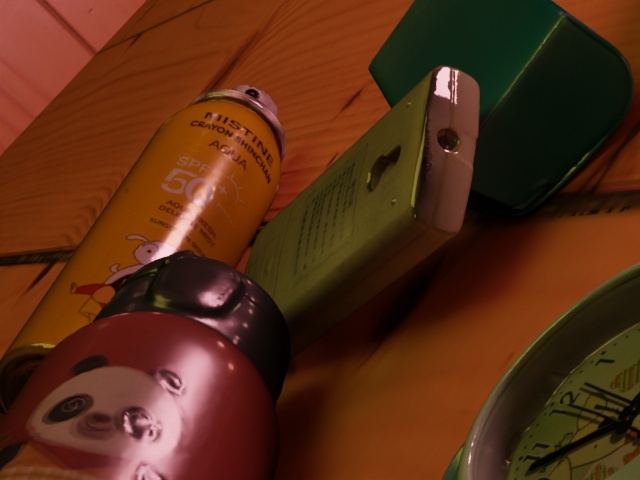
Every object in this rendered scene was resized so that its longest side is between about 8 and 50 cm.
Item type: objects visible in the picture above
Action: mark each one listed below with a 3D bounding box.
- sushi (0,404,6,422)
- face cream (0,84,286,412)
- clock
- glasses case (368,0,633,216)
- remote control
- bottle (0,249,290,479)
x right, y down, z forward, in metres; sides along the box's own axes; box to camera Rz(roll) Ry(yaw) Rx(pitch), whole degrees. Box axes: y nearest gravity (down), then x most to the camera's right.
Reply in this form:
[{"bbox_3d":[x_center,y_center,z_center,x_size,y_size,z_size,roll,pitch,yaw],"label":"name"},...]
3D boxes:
[{"bbox_3d":[-0.255,0.122,1.326,0.050,0.047,0.099,-47,18,-19],"label":"sushi"},{"bbox_3d":[-0.107,0.001,1.174,0.105,0.105,0.348,-31,21,38],"label":"face cream"},{"bbox_3d":[0.115,0.065,0.573,0.148,0.060,0.188,-49,17,-13],"label":"clock"},{"bbox_3d":[0.102,-0.102,0.999,0.117,0.070,0.301,-53,17,12],"label":"glasses case"},{"bbox_3d":[0.015,-0.005,0.911,0.233,0.038,0.098,-42,33,55],"label":"remote control"},{"bbox_3d":[-0.104,0.131,0.789,0.144,0.144,0.336,-34,18,31],"label":"bottle"}]
